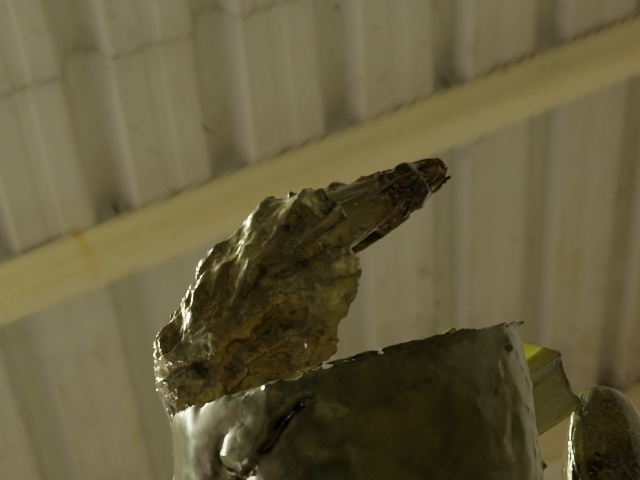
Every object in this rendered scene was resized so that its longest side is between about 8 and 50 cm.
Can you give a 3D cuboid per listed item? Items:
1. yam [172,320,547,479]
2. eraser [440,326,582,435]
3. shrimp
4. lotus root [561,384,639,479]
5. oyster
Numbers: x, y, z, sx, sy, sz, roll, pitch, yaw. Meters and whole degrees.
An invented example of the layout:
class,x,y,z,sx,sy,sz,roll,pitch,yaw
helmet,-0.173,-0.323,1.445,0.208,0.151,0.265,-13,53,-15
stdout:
class,x,y,z,sx,sy,sz,roll,pitch,yaw
yam,0.028,0.191,0.664,0.168,0.304,0.168,-5,-8,-1
eraser,0.076,0.153,1.338,0.226,0.158,0.069,-30,-71,-25
shrimp,0.000,-0.001,1.456,0.267,0.061,0.145,-33,-17,-10
lotus root,0.248,0.199,1.404,0.080,0.179,0.089,4,-38,1
oyster,-0.056,0.051,1.224,0.209,0.133,0.072,-41,-19,9
